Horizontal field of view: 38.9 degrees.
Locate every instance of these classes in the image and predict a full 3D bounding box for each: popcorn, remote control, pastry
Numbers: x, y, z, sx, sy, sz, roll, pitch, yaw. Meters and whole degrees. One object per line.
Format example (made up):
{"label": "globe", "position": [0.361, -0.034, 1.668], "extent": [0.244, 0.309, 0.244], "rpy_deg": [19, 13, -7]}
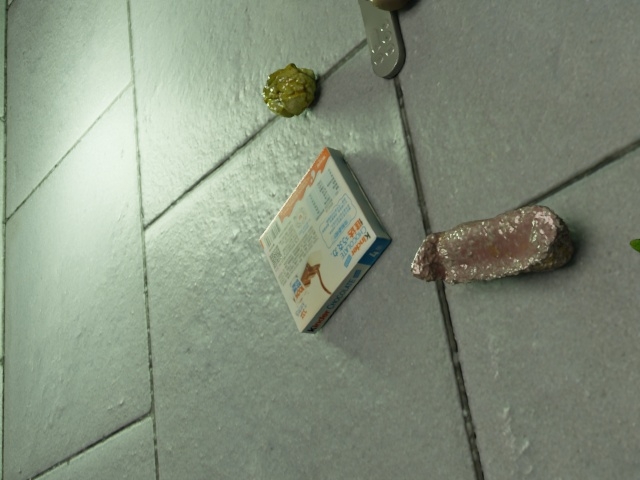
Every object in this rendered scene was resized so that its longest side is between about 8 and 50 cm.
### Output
{"label": "popcorn", "position": [-0.071, -0.319, 1.920], "extent": [0.121, 0.106, 0.116], "rpy_deg": [19, 105, 53]}
{"label": "remote control", "position": [0.118, -0.423, 1.770], "extent": [0.077, 0.022, 0.245], "rpy_deg": [-33, 56, 41]}
{"label": "pastry", "position": [0.271, 0.011, 1.391], "extent": [0.265, 0.112, 0.102], "rpy_deg": [-10, 81, 44]}

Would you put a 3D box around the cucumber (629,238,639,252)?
{"label": "cucumber", "position": [0.478, 0.014, 1.172], "extent": [0.168, 0.039, 0.039], "rpy_deg": [12, 90, 55]}

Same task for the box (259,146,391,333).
{"label": "box", "position": [0.000, 0.000, 1.788], "extent": [0.273, 0.048, 0.265], "rpy_deg": [-52, 45, 29]}

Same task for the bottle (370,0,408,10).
{"label": "bottle", "position": [0.127, -0.542, 1.720], "extent": [0.110, 0.097, 0.209], "rpy_deg": [1, 78, 13]}
